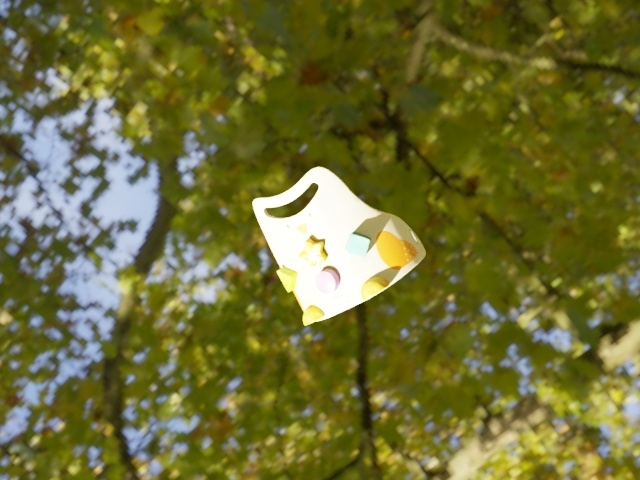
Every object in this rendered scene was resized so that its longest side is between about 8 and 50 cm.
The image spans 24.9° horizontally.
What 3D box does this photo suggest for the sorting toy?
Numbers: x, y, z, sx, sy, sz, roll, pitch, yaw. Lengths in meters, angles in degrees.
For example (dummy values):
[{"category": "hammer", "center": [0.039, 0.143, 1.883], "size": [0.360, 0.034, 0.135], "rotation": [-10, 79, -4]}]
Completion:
[{"category": "sorting toy", "center": [0.000, 0.000, 0.791], "size": [0.075, 0.083, 0.045], "rotation": [58, -149, -9]}]
